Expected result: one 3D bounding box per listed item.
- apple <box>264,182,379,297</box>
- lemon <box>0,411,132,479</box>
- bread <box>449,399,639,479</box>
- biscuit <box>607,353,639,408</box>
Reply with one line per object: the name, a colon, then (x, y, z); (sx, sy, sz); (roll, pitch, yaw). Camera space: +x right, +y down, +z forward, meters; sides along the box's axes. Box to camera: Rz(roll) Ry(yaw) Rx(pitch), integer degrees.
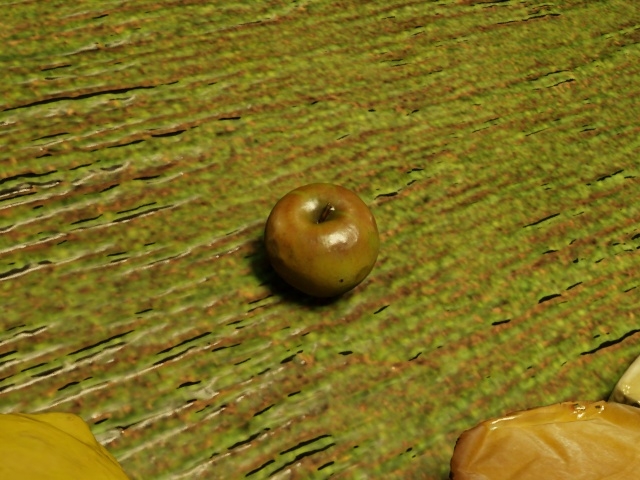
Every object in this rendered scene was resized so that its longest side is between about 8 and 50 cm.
apple: (0.000, 0.000, 0.716); (0.089, 0.074, 0.090); (10, 48, -12)
lemon: (-0.170, 0.207, 0.335); (0.285, 0.286, 0.316); (21, 3, -4)
bread: (0.172, 0.189, 0.578); (0.199, 0.104, 0.199); (3, 26, -1)
biscuit: (0.297, 0.098, 0.774); (0.056, 0.052, 0.188); (32, 44, 23)
